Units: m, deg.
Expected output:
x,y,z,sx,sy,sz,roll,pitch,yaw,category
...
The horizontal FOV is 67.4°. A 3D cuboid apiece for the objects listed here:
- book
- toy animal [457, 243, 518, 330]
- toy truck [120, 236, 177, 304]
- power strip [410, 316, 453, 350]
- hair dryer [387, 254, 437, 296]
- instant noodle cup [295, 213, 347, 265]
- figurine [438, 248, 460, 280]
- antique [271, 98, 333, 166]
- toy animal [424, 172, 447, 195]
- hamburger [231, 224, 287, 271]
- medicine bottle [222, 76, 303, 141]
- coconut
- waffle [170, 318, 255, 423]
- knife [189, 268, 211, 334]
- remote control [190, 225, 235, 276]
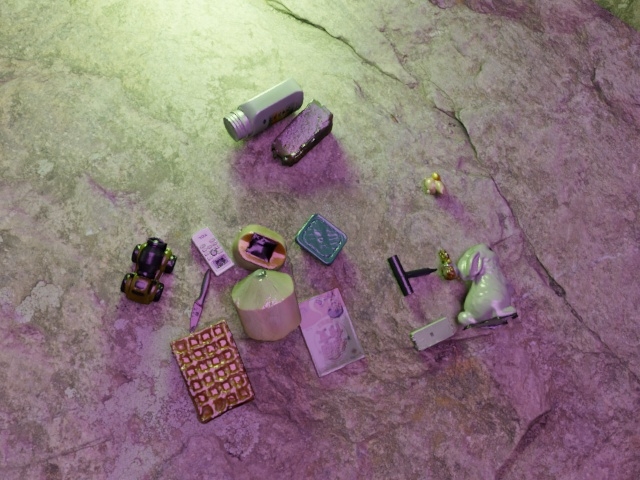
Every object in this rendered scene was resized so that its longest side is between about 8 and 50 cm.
x,y,z,sx,sy,sz,roll,pitch,yaw,category
0.031,0.351,1.860,0.207,0.020,0.296,-20,83,-19,book
0.673,0.182,1.992,0.257,0.194,0.358,-4,66,-13,toy animal
-0.603,0.104,1.675,0.147,0.165,0.225,20,73,-10,toy truck
0.456,0.382,1.955,0.191,0.035,0.082,-21,83,-18,power strip
0.392,0.118,2.001,0.194,0.050,0.173,-22,84,-23,hair dryer
0.000,0.000,1.910,0.179,0.070,0.157,37,69,-3,instant noodle cup
0.532,0.106,2.015,0.068,0.143,0.102,-7,120,-10,figurine
-0.079,-0.430,1.971,0.125,0.150,0.284,43,78,3,antique
0.500,-0.232,2.101,0.081,0.091,0.115,-28,70,9,toy animal
-0.227,0.035,1.824,0.210,0.116,0.173,21,80,-13,hamburger
-0.227,-0.517,1.917,0.324,0.179,0.124,-34,86,-20,medicine bottle
-0.192,0.215,1.710,0.239,0.239,0.245,-24,118,-19,coconut
-0.378,0.461,1.688,0.212,0.091,0.308,-22,82,-18,waffle
-0.445,0.223,1.766,0.035,0.018,0.248,17,74,-13,knife
-0.409,0.039,1.814,0.087,0.029,0.190,-33,86,-20,remote control
